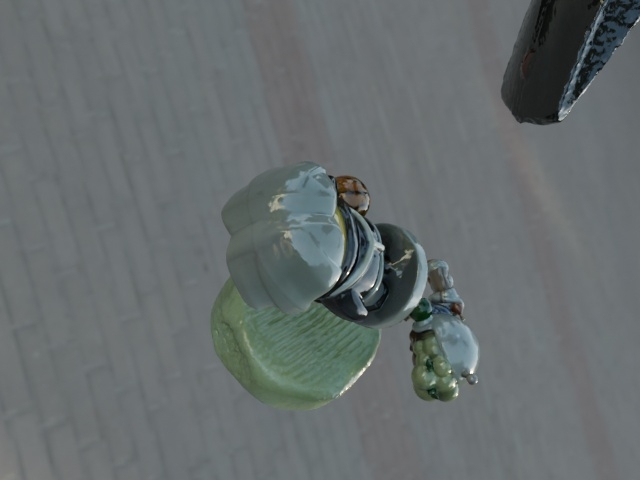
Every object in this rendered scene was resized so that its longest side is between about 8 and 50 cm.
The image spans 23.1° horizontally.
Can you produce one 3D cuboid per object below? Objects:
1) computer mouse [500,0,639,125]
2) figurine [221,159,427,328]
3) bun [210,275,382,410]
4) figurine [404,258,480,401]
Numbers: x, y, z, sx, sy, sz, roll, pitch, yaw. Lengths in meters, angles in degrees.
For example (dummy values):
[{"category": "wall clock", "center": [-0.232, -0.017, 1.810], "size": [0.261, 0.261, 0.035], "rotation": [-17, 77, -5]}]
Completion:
[{"category": "computer mouse", "center": [0.316, -0.286, 1.996], "size": [0.087, 0.295, 0.168], "rotation": [31, 2, -28]}, {"category": "figurine", "center": [0.000, 0.000, 1.638], "size": [0.236, 0.133, 0.176], "rotation": [20, 53, -51]}, {"category": "bun", "center": [-0.037, 0.109, 1.915], "size": [0.221, 0.108, 0.221], "rotation": [13, 60, -23]}, {"category": "figurine", "center": [0.142, 0.113, 1.939], "size": [0.197, 0.093, 0.147], "rotation": [-104, 170, -47]}]
